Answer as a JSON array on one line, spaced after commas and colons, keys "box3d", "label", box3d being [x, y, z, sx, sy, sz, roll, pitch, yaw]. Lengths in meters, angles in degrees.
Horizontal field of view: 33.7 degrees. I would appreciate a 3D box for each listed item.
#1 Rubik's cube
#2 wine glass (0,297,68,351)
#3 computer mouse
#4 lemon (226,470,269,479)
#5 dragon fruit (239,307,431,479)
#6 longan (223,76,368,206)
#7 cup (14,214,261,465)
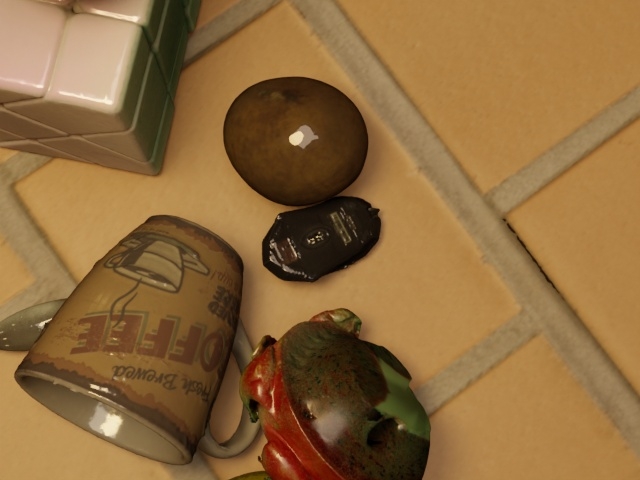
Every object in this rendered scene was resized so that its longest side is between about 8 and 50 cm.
[{"box3d": [-0.331, -0.285, 1.277, 0.319, 0.322, 0.316, 11, 82, 1], "label": "Rubik's cube"}, {"box3d": [-0.395, 0.121, 1.335, 0.198, 0.066, 0.066, -15, 81, -4], "label": "wine glass"}, {"box3d": [0.000, 0.000, 1.373, 0.172, 0.057, 0.099, -24, 80, -17], "label": "computer mouse"}, {"box3d": [-0.057, 0.359, 1.247, 0.248, 0.184, 0.184, -11, 81, -11], "label": "lemon"}, {"box3d": [0.029, 0.206, 1.233, 0.130, 0.295, 0.268, -39, 54, 17], "label": "dragon fruit"}, {"box3d": [-0.032, -0.127, 1.340, 0.187, 0.167, 0.167, 28, 81, 5], "label": "longan"}, {"box3d": [-0.173, 0.130, 1.282, 0.301, 0.227, 0.257, 39, 65, -26], "label": "cup"}]
